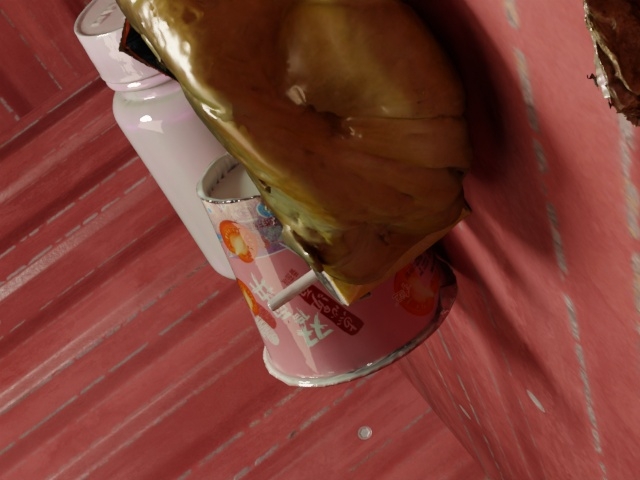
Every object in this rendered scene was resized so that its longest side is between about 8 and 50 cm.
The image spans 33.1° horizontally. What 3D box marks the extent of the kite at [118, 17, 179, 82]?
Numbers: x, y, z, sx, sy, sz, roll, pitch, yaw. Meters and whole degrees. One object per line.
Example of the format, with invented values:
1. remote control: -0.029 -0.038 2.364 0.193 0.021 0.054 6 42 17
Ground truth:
1. kite: -0.111 -0.212 1.006 0.016 0.234 0.321 -6 114 34

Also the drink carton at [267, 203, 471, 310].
1. drink carton: 0.036 0.005 0.994 0.084 0.200 0.074 54 173 -11

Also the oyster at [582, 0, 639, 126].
1. oyster: 0.135 -0.085 0.482 0.093 0.034 0.051 39 -154 -63

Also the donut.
1. donut: -0.020 -0.128 0.832 0.360 0.170 0.360 53 179 1

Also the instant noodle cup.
1. instant noodle cup: 0.000 0.000 1.183 0.231 0.243 0.243 63 171 -25

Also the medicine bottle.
1. medicine bottle: -0.124 -0.144 1.318 0.379 0.213 0.213 59 172 -32
